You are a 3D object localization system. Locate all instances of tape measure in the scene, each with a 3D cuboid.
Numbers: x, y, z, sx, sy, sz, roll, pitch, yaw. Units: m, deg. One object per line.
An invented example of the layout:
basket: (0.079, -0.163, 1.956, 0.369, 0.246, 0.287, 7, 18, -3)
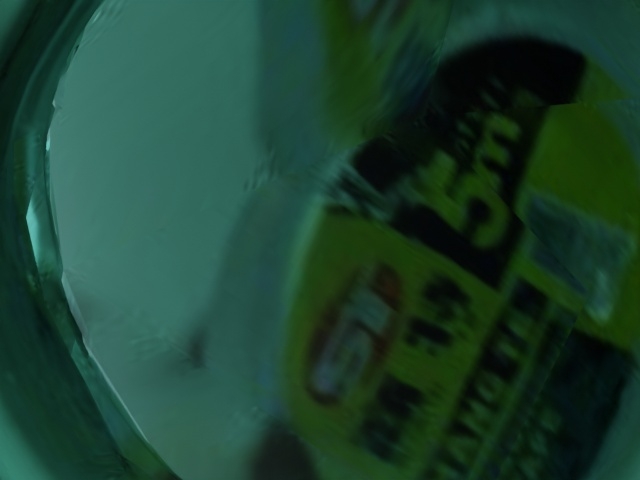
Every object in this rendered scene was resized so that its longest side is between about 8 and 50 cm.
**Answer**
tape measure: (0.002, 0.001, 0.470, 0.262, 0.138, 0.259, 30, 70, -21)
